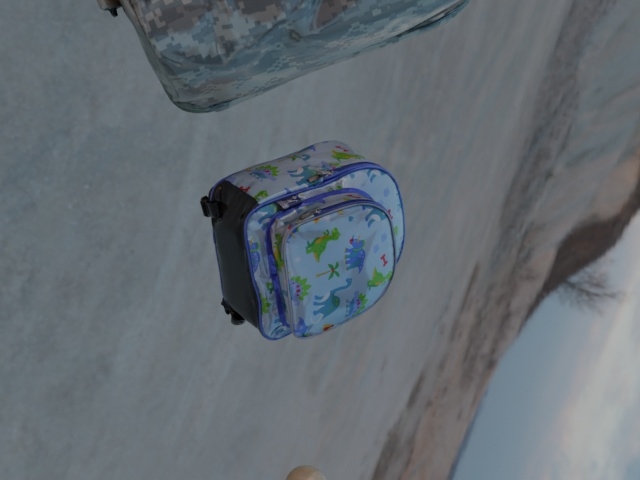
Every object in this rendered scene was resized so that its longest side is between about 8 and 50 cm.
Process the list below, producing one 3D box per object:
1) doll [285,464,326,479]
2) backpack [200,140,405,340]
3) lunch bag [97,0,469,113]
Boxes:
[{"bbox_3d":[-0.027,0.290,0.833,0.129,0.046,0.189,15,86,-47],"label":"doll"},{"bbox_3d":[0.000,0.000,0.587,0.114,0.084,0.105,-27,128,-28],"label":"backpack"},{"bbox_3d":[-0.019,-0.236,0.759,0.256,0.305,0.212,-116,-174,-78],"label":"lunch bag"}]
